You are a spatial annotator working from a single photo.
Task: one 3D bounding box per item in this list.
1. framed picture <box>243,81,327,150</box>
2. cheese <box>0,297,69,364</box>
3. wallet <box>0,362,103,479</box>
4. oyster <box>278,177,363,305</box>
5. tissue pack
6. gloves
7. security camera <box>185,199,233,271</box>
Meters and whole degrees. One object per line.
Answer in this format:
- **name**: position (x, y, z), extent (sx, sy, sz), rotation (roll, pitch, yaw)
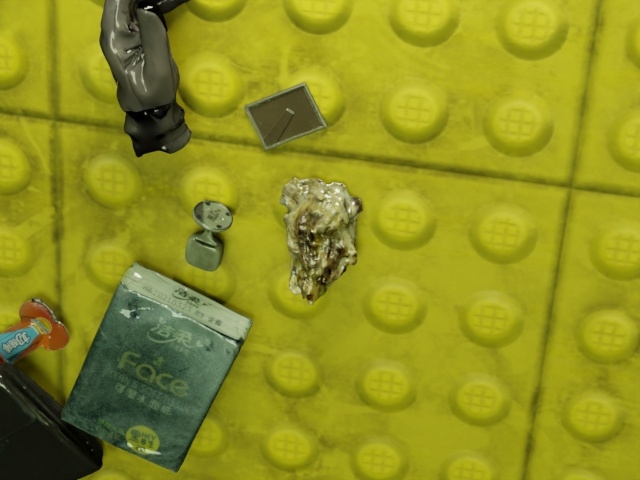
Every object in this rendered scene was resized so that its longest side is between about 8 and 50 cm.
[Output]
- **framed picture**: position (-0.044, -0.155, 1.867), extent (0.089, 0.007, 0.066), rotation (-20, 113, 21)
- **cheese**: position (-0.461, 0.163, 2.102), extent (0.256, 0.037, 0.106), rotation (-30, 110, 25)
- **wallet**: position (-0.536, 0.329, 2.171), extent (0.406, 0.062, 0.228), rotation (-27, 123, 24)
- **oyster**: position (0.003, -0.001, 1.917), extent (0.108, 0.053, 0.166), rotation (-4, 110, 1)
- **tissue pack**: position (-0.226, 0.176, 2.037), extent (0.185, 0.081, 0.257), rotation (26, 121, -3)
- **gloves**: position (-0.208, -0.225, 1.795), extent (0.119, 0.142, 0.285), rotation (-6, 119, -18)
- **security camera**: position (-0.149, -0.002, 1.952), extent (0.058, 0.058, 0.092), rotation (22, 132, -1)
